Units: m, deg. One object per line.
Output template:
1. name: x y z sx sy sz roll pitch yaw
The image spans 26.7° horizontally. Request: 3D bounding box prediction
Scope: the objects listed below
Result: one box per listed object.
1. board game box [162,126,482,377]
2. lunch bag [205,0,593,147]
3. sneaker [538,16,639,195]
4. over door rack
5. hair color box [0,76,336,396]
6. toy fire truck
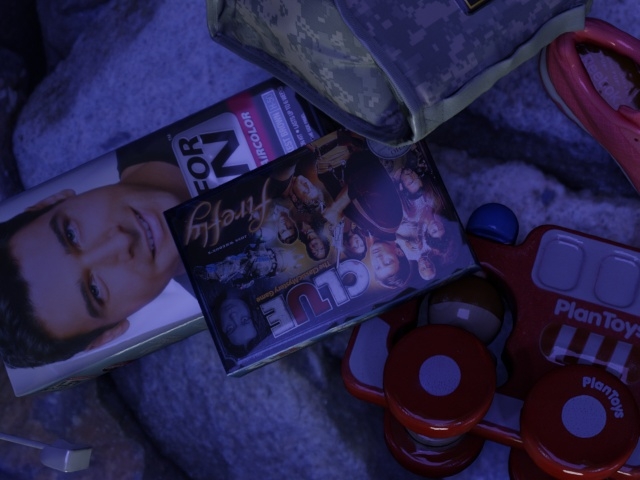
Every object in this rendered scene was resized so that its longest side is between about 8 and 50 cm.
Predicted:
1. board game box: 0.000 0.000 1.207 0.243 0.042 0.165 -25 77 8
2. lunch bag: 0.067 -0.225 1.181 0.235 0.169 0.287 -37 55 -26
3. sneaker: 0.313 -0.084 1.222 0.314 0.136 0.116 45 97 10
4. over door rack: -0.359 0.289 1.340 0.324 0.108 0.239 10 89 32
5. hair color box: -0.147 -0.002 1.323 0.374 0.113 0.185 -24 83 10
6. toy fire truck: 0.186 0.097 1.244 0.302 0.169 0.254 17 67 11
